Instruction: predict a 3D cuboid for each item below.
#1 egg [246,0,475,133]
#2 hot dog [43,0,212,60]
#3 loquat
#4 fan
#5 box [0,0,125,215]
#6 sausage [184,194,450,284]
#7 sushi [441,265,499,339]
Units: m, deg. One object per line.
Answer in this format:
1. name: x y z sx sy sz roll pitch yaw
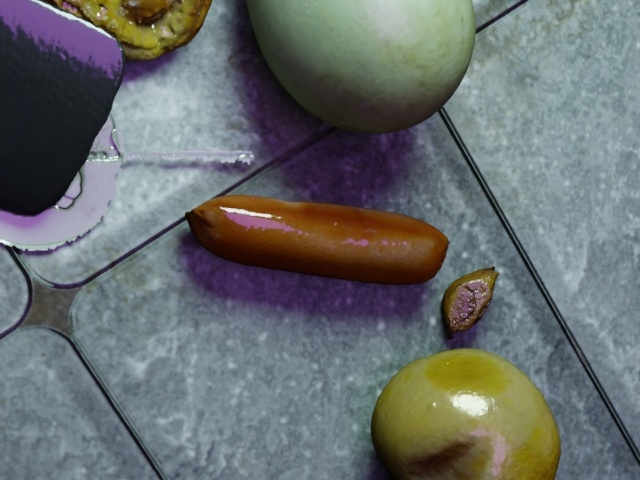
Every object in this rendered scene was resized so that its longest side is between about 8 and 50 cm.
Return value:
1. egg: 0.031 -0.251 1.115 0.218 0.218 0.295 -34 93 -18
2. hot dog: -0.221 -0.308 1.075 0.196 0.122 0.272 -34 99 -12
3. loquat: 0.155 0.222 1.161 0.213 0.213 0.213 0 89 -20
4. fan: -0.229 -0.088 1.124 0.329 0.009 0.190 -3 89 -17
5. box: -0.311 -0.138 1.045 0.201 0.042 0.212 23 106 -15
6. sausage: 0.000 0.000 1.166 0.300 0.089 0.083 6 93 -20
7. sushi: 0.171 0.067 1.252 0.050 0.047 0.099 43 92 -3
